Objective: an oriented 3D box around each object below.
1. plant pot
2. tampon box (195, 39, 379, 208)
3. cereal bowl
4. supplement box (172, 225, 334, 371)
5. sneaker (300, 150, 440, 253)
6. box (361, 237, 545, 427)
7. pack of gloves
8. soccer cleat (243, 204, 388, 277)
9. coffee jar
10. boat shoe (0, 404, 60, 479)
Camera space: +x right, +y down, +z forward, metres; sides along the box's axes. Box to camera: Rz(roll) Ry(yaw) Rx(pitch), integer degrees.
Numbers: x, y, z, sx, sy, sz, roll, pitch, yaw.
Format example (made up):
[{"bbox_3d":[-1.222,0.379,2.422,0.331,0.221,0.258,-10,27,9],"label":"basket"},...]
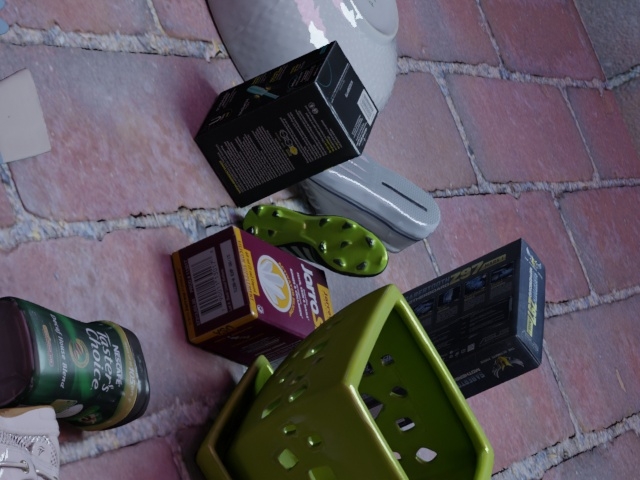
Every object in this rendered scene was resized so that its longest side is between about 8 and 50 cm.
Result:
[{"bbox_3d":[0.018,0.211,1.943,0.228,0.207,0.227,60,25,-15],"label":"plant pot"},{"bbox_3d":[-0.036,-0.129,2.197,0.101,0.161,0.120,58,26,-20],"label":"tampon box"},{"bbox_3d":[-0.003,-0.294,2.450,0.339,0.141,0.339,45,32,-39],"label":"cereal bowl"},{"bbox_3d":[-0.064,0.067,2.059,0.188,0.080,0.104,27,45,-56],"label":"supplement box"},{"bbox_3d":[0.019,-0.064,2.355,0.258,0.091,0.094,36,38,-15],"label":"sneaker"},{"bbox_3d":[0.147,0.112,2.273,0.059,0.232,0.183,51,27,-27],"label":"box"},{"bbox_3d":[-0.334,-0.147,1.756,0.232,0.046,0.195,-36,115,-66],"label":"pack of gloves"},{"bbox_3d":[0.000,0.000,2.165,0.072,0.178,0.060,29,79,-65],"label":"soccer cleat"},{"bbox_3d":[-0.222,0.109,1.688,0.184,0.079,0.096,20,51,-60],"label":"coffee jar"},{"bbox_3d":[-0.270,0.184,1.494,0.277,0.098,0.096,0,67,-66],"label":"boat shoe"}]
